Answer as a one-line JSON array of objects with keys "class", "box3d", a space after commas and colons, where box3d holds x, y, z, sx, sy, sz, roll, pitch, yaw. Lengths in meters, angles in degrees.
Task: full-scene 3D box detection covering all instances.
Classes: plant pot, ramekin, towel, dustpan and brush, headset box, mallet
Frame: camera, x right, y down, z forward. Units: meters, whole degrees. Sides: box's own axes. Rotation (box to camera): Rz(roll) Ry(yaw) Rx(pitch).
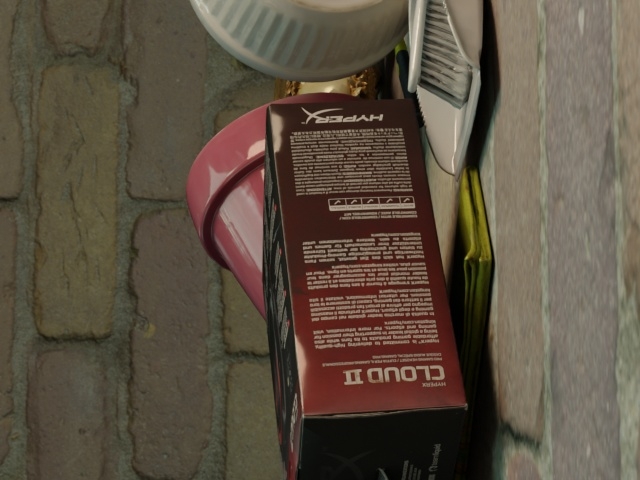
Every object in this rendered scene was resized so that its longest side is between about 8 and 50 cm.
[{"class": "plant pot", "box3d": [0.000, 0.000, 1.562, 0.201, 0.201, 0.180, 94, 159, -51]}, {"class": "ramekin", "box3d": [-0.004, -0.242, 1.442, 0.109, 0.207, 0.207, 133, 138, -72]}, {"class": "towel", "box3d": [0.094, 0.071, 1.236, 0.102, 0.021, 0.237, -95, 6, -50]}, {"class": "dustpan and brush", "box3d": [0.075, -0.165, 1.205, 0.147, 0.060, 0.211, 96, 178, -63]}, {"class": "headset box", "box3d": [0.024, 0.081, 1.236, 0.218, 0.110, 0.293, 94, 172, -51]}, {"class": "mallet", "box3d": [0.070, -0.160, 1.566, 0.062, 0.039, 0.189, 96, 169, -52]}]

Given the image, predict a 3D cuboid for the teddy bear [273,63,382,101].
[{"class": "teddy bear", "box3d": [0.014, -0.138, 1.807, 0.338, 0.113, 0.245, -125, 44, -82]}]
